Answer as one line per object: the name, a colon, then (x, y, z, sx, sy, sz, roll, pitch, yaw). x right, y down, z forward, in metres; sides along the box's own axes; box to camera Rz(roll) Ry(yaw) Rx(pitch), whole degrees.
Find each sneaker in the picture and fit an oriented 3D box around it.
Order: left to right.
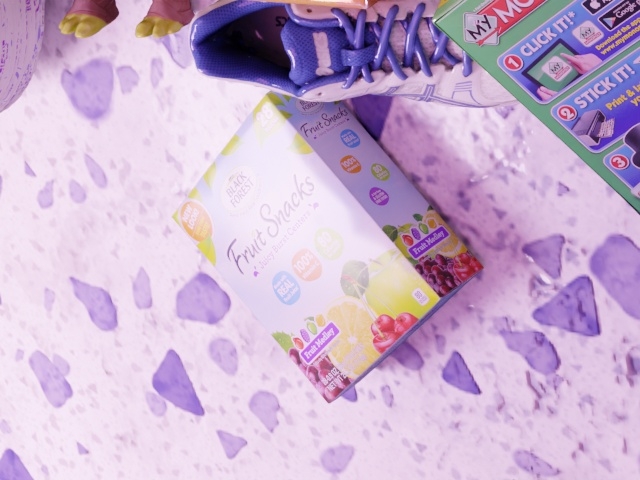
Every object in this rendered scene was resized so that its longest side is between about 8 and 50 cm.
sneaker: (0.041, -0.132, 1.025, 0.296, 0.131, 0.112, 4, 113, 36)

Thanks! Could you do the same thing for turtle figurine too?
turtle figurine: (-0.178, -0.270, 1.145, 0.269, 0.087, 0.217, -2, 121, 5)

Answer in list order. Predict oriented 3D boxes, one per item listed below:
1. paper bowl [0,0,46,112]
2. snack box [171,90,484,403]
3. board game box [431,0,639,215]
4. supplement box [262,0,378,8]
paper bowl: (-0.351, -0.232, 1.275, 0.284, 0.148, 0.284, 18, 122, 31)
snack box: (0.000, 0.000, 1.168, 0.207, 0.070, 0.174, 50, 134, 9)
board game box: (0.248, -0.151, 0.847, 0.213, 0.046, 0.317, 41, 134, -16)
supplement box: (-0.049, -0.213, 1.012, 0.233, 0.078, 0.080, 13, 128, 34)
